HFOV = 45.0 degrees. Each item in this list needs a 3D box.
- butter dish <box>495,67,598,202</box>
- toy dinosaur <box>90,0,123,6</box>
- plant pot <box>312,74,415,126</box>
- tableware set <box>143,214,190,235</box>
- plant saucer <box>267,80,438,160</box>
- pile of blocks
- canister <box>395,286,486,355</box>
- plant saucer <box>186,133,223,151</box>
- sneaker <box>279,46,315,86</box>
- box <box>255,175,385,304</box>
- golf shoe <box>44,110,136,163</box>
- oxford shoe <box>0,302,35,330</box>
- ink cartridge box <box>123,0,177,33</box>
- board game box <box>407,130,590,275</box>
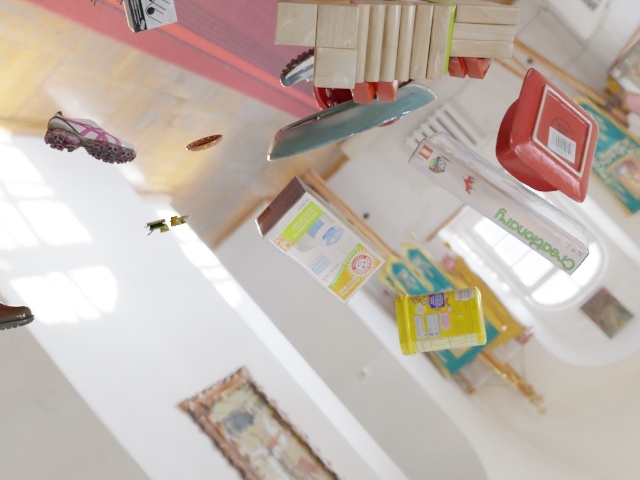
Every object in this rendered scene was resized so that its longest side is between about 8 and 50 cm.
[{"bbox_3d":[0.315,-0.141,1.140,0.118,0.160,0.160,-24,-141,53],"label":"butter dish"},{"bbox_3d":[-0.326,-0.373,1.162,0.090,0.082,0.047,-3,108,-56],"label":"toy dinosaur"},{"bbox_3d":[0.104,-0.338,1.685,0.191,0.191,0.174,-46,154,19],"label":"plant pot"},{"bbox_3d":[-0.328,-0.033,1.670,0.104,0.024,0.154,-16,180,-16],"label":"tableware set"},{"bbox_3d":[0.048,-0.216,1.353,0.317,0.044,0.317,-20,-169,4],"label":"plant saucer"},{"bbox_3d":[0.080,-0.225,0.909,0.362,0.149,0.113,-13,116,-37],"label":"pile of blocks"},{"bbox_3d":[0.248,0.166,1.590,0.169,0.126,0.073,-10,165,17],"label":"canister"},{"bbox_3d":[-0.251,-0.210,1.678,0.083,0.013,0.083,-16,-161,5],"label":"plant saucer"},{"bbox_3d":[0.034,-0.442,1.959,0.283,0.122,0.110,-29,-160,-12],"label":"sneaker"},{"bbox_3d":[0.000,0.000,1.366,0.114,0.203,0.103,-46,-157,7],"label":"box"},{"bbox_3d":[-0.469,-0.217,1.598,0.067,0.186,0.086,132,-32,-53],"label":"golf shoe"},{"bbox_3d":[-0.633,0.113,1.399,0.083,0.227,0.096,-125,-137,-82],"label":"oxford shoe"},{"bbox_3d":[-0.362,-0.537,1.572,0.097,0.046,0.207,-22,133,-20],"label":"ink cartridge box"},{"bbox_3d":[0.295,-0.070,1.259,0.053,0.305,0.193,-57,171,19],"label":"board game box"}]
